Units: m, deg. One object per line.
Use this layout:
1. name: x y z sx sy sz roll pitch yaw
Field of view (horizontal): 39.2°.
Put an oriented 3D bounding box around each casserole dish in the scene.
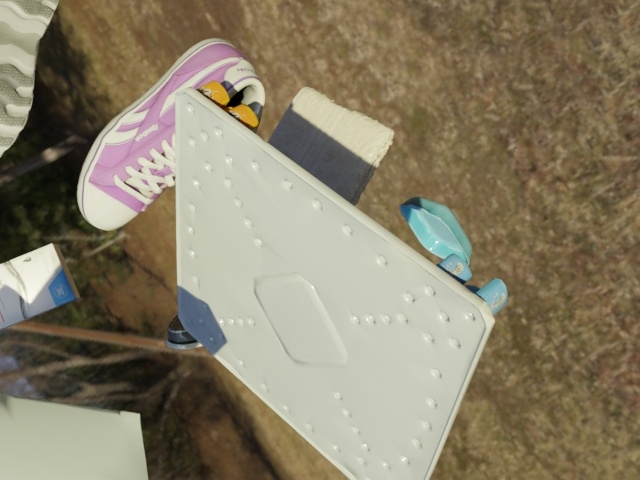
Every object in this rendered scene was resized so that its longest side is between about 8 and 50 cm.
1. casserole dish: 0.216 -0.020 1.632 0.114 0.037 0.188 23 160 41

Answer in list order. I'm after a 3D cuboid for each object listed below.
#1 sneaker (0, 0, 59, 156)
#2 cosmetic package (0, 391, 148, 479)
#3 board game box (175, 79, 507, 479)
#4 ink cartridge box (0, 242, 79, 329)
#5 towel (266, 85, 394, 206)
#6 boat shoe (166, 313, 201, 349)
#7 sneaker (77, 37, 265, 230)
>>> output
1. sneaker: -0.338 -0.168 0.875 0.115 0.281 0.105 -5 148 46
2. cosmetic package: -0.349 0.259 0.716 0.284 0.377 0.097 15 -142 -34
3. board game box: -0.008 0.074 0.956 0.390 0.050 0.390 37 143 24
4. ink cartridge box: -0.517 0.086 1.529 0.060 0.180 0.104 171 76 -82
5. towel: -0.022 -0.093 1.435 0.187 0.282 0.049 30 176 24
6. boat shoe: -0.200 0.119 1.816 0.109 0.305 0.091 17 123 34
7. sneaker: -0.176 -0.102 1.048 0.102 0.282 0.161 31 -166 -40
